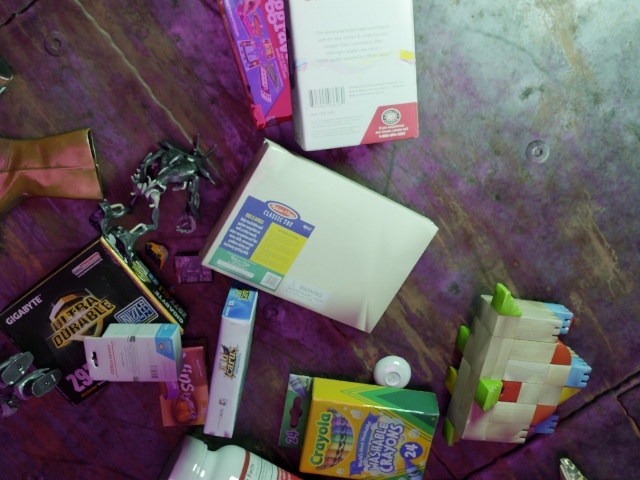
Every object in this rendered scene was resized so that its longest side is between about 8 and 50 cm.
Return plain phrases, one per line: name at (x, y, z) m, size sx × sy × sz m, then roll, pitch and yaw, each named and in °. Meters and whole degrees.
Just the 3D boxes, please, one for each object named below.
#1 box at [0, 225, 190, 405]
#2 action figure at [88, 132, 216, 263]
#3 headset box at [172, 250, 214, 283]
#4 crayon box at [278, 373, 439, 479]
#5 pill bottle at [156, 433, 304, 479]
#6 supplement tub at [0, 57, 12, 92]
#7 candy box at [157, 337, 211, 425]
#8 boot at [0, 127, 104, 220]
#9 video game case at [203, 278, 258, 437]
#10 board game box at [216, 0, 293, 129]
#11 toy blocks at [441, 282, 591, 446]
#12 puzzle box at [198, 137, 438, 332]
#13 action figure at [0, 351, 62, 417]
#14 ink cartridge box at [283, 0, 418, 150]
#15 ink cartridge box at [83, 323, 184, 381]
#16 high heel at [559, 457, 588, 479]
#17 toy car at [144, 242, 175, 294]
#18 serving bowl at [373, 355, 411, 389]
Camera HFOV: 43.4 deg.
box at (-0.472, 0.163, 1.666) m, size 0.322 × 0.079 × 0.257 m, roll -34°, pitch 106°, yaw 17°
action figure at (-0.315, -0.088, 1.574) m, size 0.164 × 0.141 × 0.275 m, roll 39°, pitch 64°, yaw 15°
headset box at (-0.266, 0.056, 1.673) m, size 0.083 × 0.032 × 0.062 m, roll -2°, pitch 107°, yaw 1°
crayon box at (0.077, 0.415, 1.748) m, size 0.322 × 0.083 × 0.203 m, roll 8°, pitch 115°, yaw -2°
pill bottle at (-0.154, 0.588, 1.737) m, size 0.407 × 0.229 × 0.229 m, roll 30°, pitch 105°, yaw -9°
supplement tub at (-0.689, -0.276, 1.530) m, size 0.198 × 0.106 × 0.106 m, roll -42°, pitch 103°, yaw 12°
candy box at (-0.294, 0.306, 1.741) m, size 0.109 × 0.053 × 0.187 m, roll -3°, pitch 109°, yaw 1°
boot at (-0.577, -0.087, 1.617) m, size 0.280 × 0.096 × 0.264 m, roll -4°, pitch 100°, yaw -6°
video game case at (-0.172, 0.214, 1.599) m, size 0.061 × 0.269 × 0.244 m, roll 9°, pitch 107°, yaw -2°
board game box at (-0.096, -0.367, 1.545) m, size 0.145 × 0.027 × 0.281 m, roll -16°, pitch 107°, yaw 3°
toy blocks at (0.434, 0.277, 1.688) m, size 0.260 × 0.191 × 0.381 m, roll 7°, pitch 108°, yaw -15°
puzzle box at (0.000, 0.000, 1.586) m, size 0.409 × 0.052 × 0.272 m, roll 25°, pitch 107°, yaw -26°
action figure at (-0.680, 0.294, 1.682) m, size 0.285 × 0.099 × 0.185 m, roll -12°, pitch 124°, yaw 35°
ink cartridge box at (0.054, -0.334, 1.486) m, size 0.226 × 0.131 × 0.306 m, roll -7°, pitch 105°, yaw -8°
ink cartridge box at (-0.371, 0.223, 1.606) m, size 0.180 × 0.060 × 0.104 m, roll 0°, pitch 112°, yaw 5°
high heel at (0.658, 0.566, 1.824) m, size 0.186 × 0.093 × 0.261 m, roll -31°, pitch 97°, yaw -9°
toy car at (-0.334, 0.059, 1.682) m, size 0.040 × 0.060 × 0.122 m, roll -29°, pitch 133°, yaw -36°
serving bowl at (0.157, 0.295, 1.751) m, size 0.083 × 0.027 × 0.083 m, roll 0°, pitch 108°, yaw 1°
